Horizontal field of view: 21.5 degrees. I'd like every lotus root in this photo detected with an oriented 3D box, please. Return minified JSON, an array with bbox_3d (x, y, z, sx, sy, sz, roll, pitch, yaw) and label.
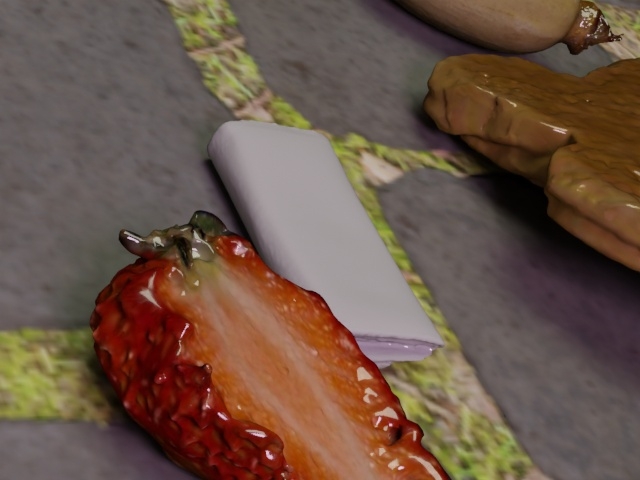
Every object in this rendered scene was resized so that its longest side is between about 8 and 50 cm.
[{"bbox_3d":[0.085,-0.133,0.877,0.150,0.062,0.073,24,10,-7],"label":"lotus root"}]

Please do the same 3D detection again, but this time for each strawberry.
[{"bbox_3d":[-0.019,0.055,0.579,0.152,0.048,0.104,52,30,5],"label":"strawberry"}]

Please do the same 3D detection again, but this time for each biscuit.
[{"bbox_3d":[0.226,-0.007,0.789,0.376,0.051,0.269,20,22,7],"label":"biscuit"}]

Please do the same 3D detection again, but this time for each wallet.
[{"bbox_3d":[0.000,0.000,0.678,0.061,0.025,0.122,1,44,-34],"label":"wallet"}]
